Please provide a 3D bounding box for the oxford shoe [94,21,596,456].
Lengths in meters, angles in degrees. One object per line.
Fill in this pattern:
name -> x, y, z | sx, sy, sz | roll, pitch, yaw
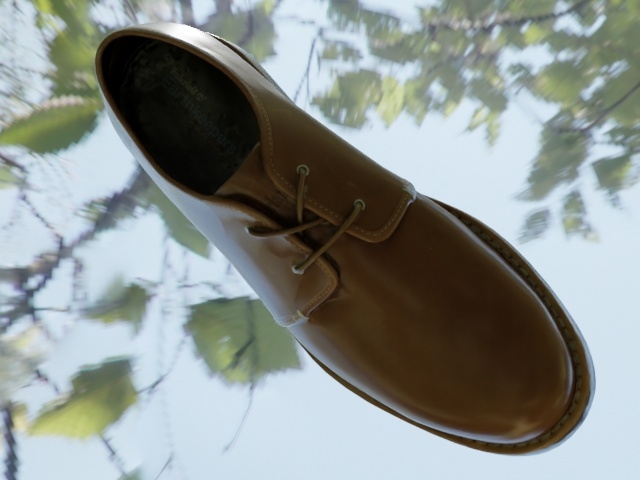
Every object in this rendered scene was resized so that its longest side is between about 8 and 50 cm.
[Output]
oxford shoe -> 0.000, 0.000, 0.640 | 0.212, 0.076, 0.076 | 38, -85, 16
